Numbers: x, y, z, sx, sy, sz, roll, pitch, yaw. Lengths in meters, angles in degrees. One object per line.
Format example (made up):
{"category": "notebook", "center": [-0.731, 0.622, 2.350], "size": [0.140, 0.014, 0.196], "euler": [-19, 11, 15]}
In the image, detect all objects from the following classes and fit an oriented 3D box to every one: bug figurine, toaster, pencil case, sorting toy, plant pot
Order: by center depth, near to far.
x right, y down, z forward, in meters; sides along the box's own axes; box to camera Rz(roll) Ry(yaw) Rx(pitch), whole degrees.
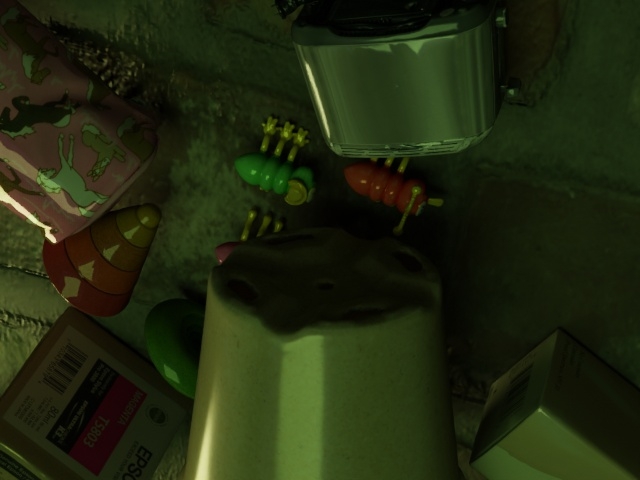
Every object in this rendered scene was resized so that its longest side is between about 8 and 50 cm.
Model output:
{"category": "toaster", "center": [0.071, -0.164, 1.380], "size": [0.227, 0.129, 0.146], "euler": [-3, 124, 19]}
{"category": "plant pot", "center": [0.002, 0.167, 1.446], "size": [0.334, 0.334, 0.305], "euler": [8, 117, 14]}
{"category": "pencil case", "center": [-0.344, -0.175, 1.489], "size": [0.386, 0.167, 0.160], "euler": [43, 125, -11]}
{"category": "bug figurine", "center": [0.000, 0.000, 1.549], "size": [0.216, 0.072, 0.279], "euler": [20, 127, 5]}
{"category": "sorting toy", "center": [-0.126, 0.078, 1.609], "size": [0.365, 0.127, 0.126], "euler": [41, 123, -17]}

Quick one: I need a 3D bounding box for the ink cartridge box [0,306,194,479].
{"category": "ink cartridge box", "center": [-0.275, 0.217, 1.685], "size": [0.193, 0.234, 0.088], "euler": [36, 127, -8]}

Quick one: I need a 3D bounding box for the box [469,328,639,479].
{"category": "box", "center": [0.323, 0.255, 1.565], "size": [0.311, 0.148, 0.121], "euler": [37, 126, -9]}
